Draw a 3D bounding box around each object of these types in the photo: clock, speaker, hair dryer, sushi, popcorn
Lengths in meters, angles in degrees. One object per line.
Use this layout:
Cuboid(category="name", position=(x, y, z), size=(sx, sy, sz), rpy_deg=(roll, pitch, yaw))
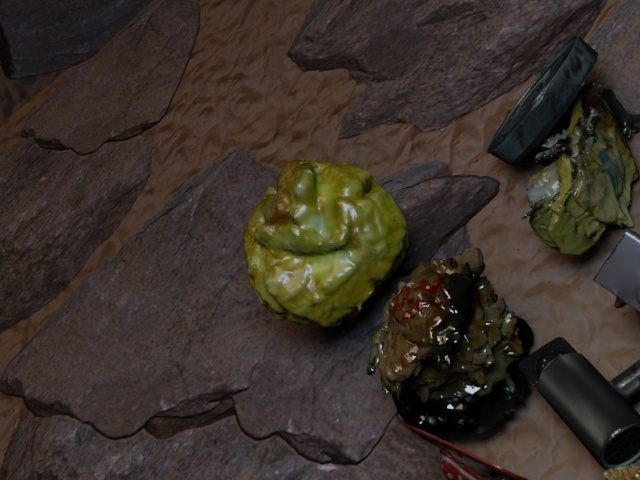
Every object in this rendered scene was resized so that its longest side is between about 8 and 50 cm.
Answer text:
Cuboid(category="clock", position=(0.345, -0.215, 1.746), size=(0.226, 0.049, 0.226), rpy_deg=(-55, 1, 2))
Cuboid(category="speaker", position=(0.446, 0.078, 1.367), size=(0.218, 0.044, 0.082), rpy_deg=(39, 103, 24))
Cuboid(category="hair dryer", position=(0.401, 0.150, 1.431), size=(0.248, 0.078, 0.195), rpy_deg=(-33, 43, -2))
Cuboid(category="sushi", position=(0.384, -0.093, 1.635), size=(0.131, 0.139, 0.291), rpy_deg=(-20, 34, 40))
Cuboid(category="sushi", position=(0.162, 0.138, 1.548), size=(0.225, 0.219, 0.238), rpy_deg=(-33, 39, 12))
Cuboid(category="popcorn", position=(0.002, 0.010, 1.793), size=(0.282, 0.247, 0.282), rpy_deg=(-58, 2, 3))

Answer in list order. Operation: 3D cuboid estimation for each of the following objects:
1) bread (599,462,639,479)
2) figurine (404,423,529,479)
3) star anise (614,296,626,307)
Cuboid(category="bread", position=(0.459, 0.225, 1.215), size=(0.314, 0.171, 0.192), rpy_deg=(-44, 33, 5))
Cuboid(category="figurine", position=(0.160, 0.376, 1.406), size=(0.183, 0.160, 0.226), rpy_deg=(16, 78, 51))
Cuboid(category="star anise", position=(0.488, 0.021, 1.444), size=(0.197, 0.073, 0.212), rpy_deg=(-1, 48, 41))
